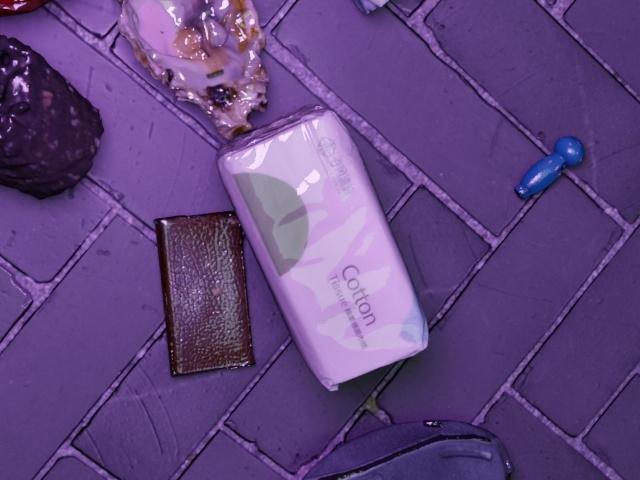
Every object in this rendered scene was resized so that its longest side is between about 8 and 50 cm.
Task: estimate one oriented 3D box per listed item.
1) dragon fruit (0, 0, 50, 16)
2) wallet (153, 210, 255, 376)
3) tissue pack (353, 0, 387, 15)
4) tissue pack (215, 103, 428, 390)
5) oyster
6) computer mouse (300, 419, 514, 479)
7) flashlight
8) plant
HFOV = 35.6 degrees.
[{"bbox_3d":[-0.448,-0.429,1.273,0.342,0.277,0.277,43,88,-16],"label":"dragon fruit"},{"bbox_3d":[-0.175,0.079,1.510,0.132,0.039,0.243,-8,99,-16],"label":"wallet"},{"bbox_3d":[0.069,-0.561,1.407,0.287,0.162,0.388,-36,102,-1],"label":"tissue pack"},{"bbox_3d":[0.001,-0.001,1.415,0.193,0.266,0.357,-24,101,-1],"label":"tissue pack"},{"bbox_3d":[-0.191,-0.310,1.428,0.201,0.107,0.355,-13,84,-23],"label":"oyster"},{"bbox_3d":[0.119,0.392,1.570,0.373,0.114,0.203,-9,97,-17],"label":"computer mouse"},{"bbox_3d":[0.361,-0.115,1.580,0.129,0.051,0.051,-38,103,0],"label":"flashlight"},{"bbox_3d":[-0.446,-0.191,1.298,0.320,0.181,0.194,34,53,-47],"label":"plant"}]
